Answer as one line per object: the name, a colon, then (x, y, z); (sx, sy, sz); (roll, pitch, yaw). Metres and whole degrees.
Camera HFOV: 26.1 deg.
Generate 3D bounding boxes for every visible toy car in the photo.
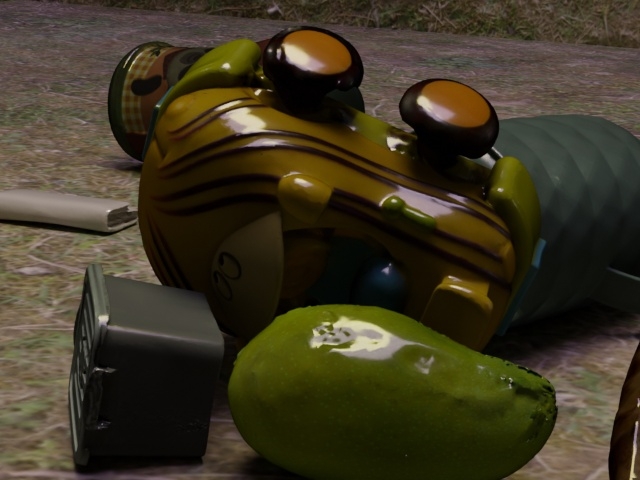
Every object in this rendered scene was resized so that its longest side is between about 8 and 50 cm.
toy car: (0.000, 0.000, 0.802); (0.248, 0.200, 0.142); (21, 41, 6)

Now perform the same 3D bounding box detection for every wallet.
wallet: (-0.225, -0.027, 1.206); (0.122, 0.025, 0.061); (7, 8, 19)

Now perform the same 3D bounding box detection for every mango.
mango: (0.033, 0.079, 0.682); (0.165, 0.091, 0.074); (4, 3, 13)

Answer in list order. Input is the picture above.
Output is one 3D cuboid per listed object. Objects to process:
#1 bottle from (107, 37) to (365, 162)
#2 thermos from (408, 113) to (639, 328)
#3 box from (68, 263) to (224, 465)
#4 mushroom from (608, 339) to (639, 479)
bottle: (-0.076, -0.136, 1.399); (0.271, 0.156, 0.143); (7, -3, 35)
thermos: (0.180, -0.011, 0.981); (0.286, 0.145, 0.182); (-9, 45, -44)
box: (-0.095, 0.066, 0.738); (0.069, 0.084, 0.122); (6, 14, -14)
mushroom: (0.218, 0.054, 0.511); (0.195, 0.263, 0.283); (48, 14, 12)
